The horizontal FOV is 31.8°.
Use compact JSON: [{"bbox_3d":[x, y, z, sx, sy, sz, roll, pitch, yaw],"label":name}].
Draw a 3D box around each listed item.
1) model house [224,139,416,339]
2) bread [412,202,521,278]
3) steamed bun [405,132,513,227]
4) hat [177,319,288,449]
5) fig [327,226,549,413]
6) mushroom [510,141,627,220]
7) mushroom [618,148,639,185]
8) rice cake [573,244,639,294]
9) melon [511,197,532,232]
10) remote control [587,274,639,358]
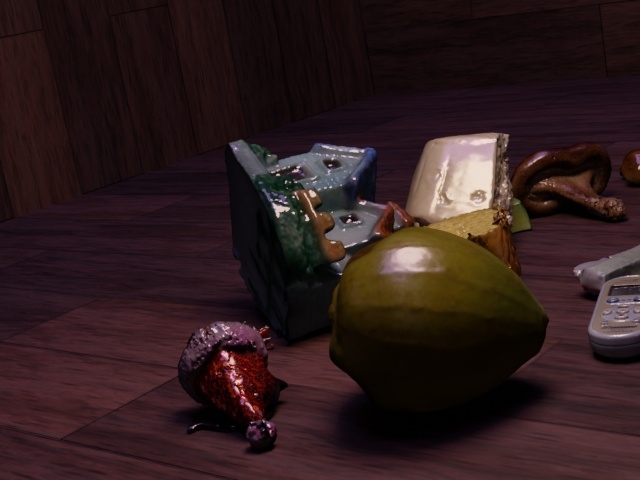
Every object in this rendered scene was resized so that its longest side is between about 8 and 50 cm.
[{"bbox_3d":[0.040,-0.021,1.848,0.329,0.251,0.295,-10,35,-21],"label":"model house"},{"bbox_3d":[0.236,0.034,1.765,0.160,0.147,0.260,-18,9,7],"label":"bread"},{"bbox_3d":[0.269,-0.084,2.052,0.200,0.225,0.170,9,-21,24],"label":"steamed bun"},{"bbox_3d":[-0.097,0.199,1.467,0.140,0.128,0.227,2,26,-26],"label":"hat"},{"bbox_3d":[0.145,0.101,1.390,0.271,0.239,0.239,4,16,5],"label":"fig"},{"bbox_3d":[0.493,-0.092,2.152,0.227,0.148,0.217,-18,31,-10],"label":"mushroom"},{"bbox_3d":[0.656,-0.152,2.337,0.088,0.073,0.129,-51,24,-14],"label":"mushroom"},{"bbox_3d":[0.504,0.028,1.771,0.290,0.051,0.081,-20,26,-39],"label":"rice cake"},{"bbox_3d":[0.294,-0.041,2.180,0.210,0.064,0.118,-12,19,3],"label":"melon"},{"bbox_3d":[0.422,0.103,1.546,0.087,0.047,0.244,-8,14,23],"label":"remote control"}]
